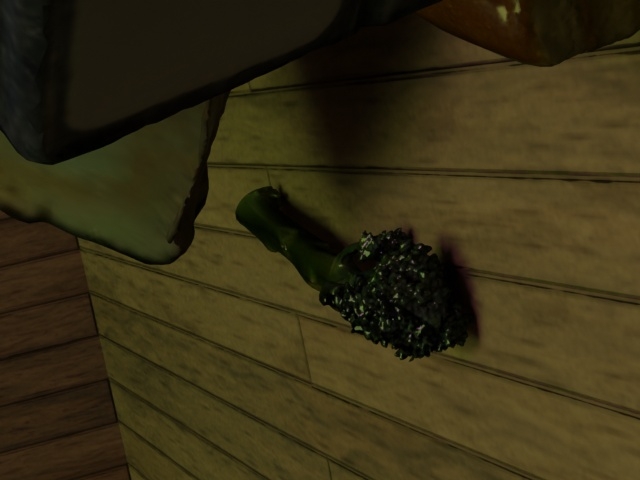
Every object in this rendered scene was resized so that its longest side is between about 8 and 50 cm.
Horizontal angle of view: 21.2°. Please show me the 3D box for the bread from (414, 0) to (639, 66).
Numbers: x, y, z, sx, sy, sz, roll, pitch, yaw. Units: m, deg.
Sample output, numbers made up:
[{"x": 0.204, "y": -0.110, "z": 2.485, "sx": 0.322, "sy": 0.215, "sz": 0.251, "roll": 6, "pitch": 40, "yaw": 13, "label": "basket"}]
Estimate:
[{"x": 0.066, "y": -0.196, "z": 0.779, "sx": 0.234, "sy": 0.111, "sz": 0.184, "roll": -136, "pitch": 36, "yaw": -61, "label": "bread"}]

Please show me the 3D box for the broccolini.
[{"x": 0.005, "y": 0.000, "z": 1.215, "sx": 0.074, "sy": 0.079, "sz": 0.392, "roll": -59, "pitch": 25, "yaw": 3, "label": "broccolini"}]

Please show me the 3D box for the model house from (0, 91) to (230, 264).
[{"x": -0.202, "y": -0.278, "z": 1.115, "sx": 0.395, "sy": 0.445, "sz": 0.400, "roll": 107, "pitch": -176, "yaw": -68, "label": "model house"}]

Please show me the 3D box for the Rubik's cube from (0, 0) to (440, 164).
[{"x": -0.008, "y": -0.292, "z": 0.439, "sx": 0.359, "sy": 0.363, "sz": 0.362, "roll": 52, "pitch": 149, "yaw": 20, "label": "Rubik's cube"}]
